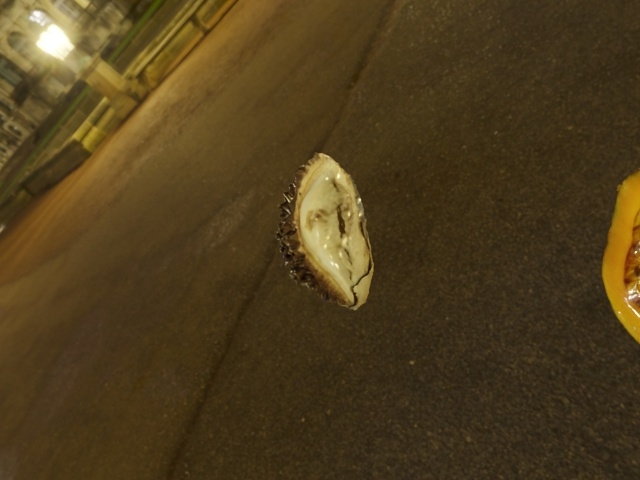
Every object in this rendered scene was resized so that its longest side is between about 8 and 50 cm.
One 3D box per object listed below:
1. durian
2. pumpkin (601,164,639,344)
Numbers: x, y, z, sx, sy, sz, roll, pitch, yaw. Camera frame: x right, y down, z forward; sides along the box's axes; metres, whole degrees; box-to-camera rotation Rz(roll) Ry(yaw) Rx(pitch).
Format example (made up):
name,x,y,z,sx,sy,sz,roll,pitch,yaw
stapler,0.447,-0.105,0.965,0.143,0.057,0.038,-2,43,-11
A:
name,x,y,z,sx,sy,sz,roll,pitch,yaw
durian,-0.001,-0.003,0.434,0.066,0.130,0.052,-18,16,-19
pumpkin,0.440,0.027,0.638,0.139,0.280,0.190,-27,49,-5
